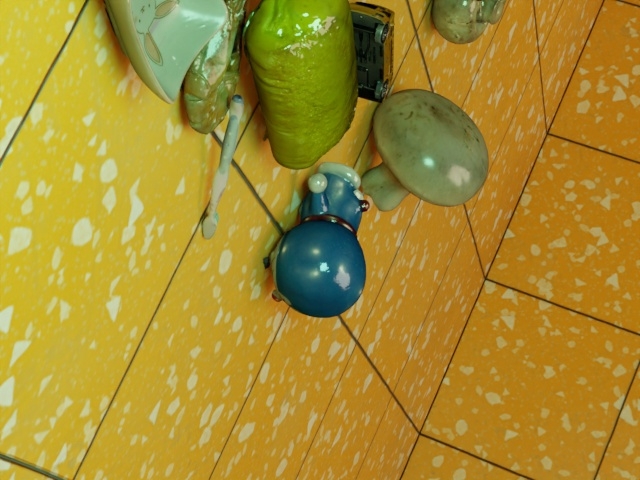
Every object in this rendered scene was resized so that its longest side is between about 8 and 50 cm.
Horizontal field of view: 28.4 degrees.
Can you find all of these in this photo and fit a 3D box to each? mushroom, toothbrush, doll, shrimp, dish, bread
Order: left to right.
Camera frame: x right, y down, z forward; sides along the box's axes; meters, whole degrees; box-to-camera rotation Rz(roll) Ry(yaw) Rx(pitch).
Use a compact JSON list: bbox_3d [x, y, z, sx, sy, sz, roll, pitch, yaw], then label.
[{"bbox_3d":[-0.180,-0.271,1.376,0.212,0.077,0.151,78,35,-57],"label":"dish"},{"bbox_3d":[-0.126,-0.240,1.602,0.115,0.051,0.217,-36,141,-69],"label":"shrimp"},{"bbox_3d":[-0.132,-0.096,1.709,0.269,0.021,0.027,108,-4,-46],"label":"toothbrush"},{"bbox_3d":[-0.012,-0.224,1.725,0.166,0.112,0.383,-58,165,-18],"label":"bread"},{"bbox_3d":[0.000,0.000,2.080,0.215,0.161,0.256,63,32,-48],"label":"doll"},{"bbox_3d":[0.179,-0.149,2.328,0.243,0.244,0.243,-54,156,-38],"label":"mushroom"},{"bbox_3d":[0.283,-0.451,2.406,0.166,0.127,0.166,-44,147,-39],"label":"mushroom"}]

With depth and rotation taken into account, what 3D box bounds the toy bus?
[{"bbox_3d":[0.076,-0.314,2.036,0.194,0.083,0.088,87,26,-54],"label":"toy bus"}]
